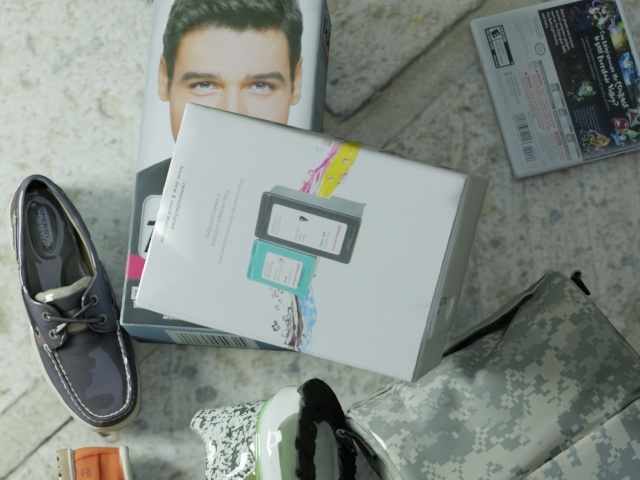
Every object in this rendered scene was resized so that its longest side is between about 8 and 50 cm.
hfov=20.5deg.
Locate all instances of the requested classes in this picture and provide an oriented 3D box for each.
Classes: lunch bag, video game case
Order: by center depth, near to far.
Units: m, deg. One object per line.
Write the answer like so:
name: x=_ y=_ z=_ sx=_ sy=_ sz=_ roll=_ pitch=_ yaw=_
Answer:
lunch bag: x=0.202 y=0.203 z=1.787 sx=0.305 sy=0.212 sz=0.256 roll=-32 pitch=85 yaw=-8
video game case: x=0.274 y=-0.176 z=1.977 sx=0.173 sy=0.022 sz=0.190 roll=-14 pitch=77 yaw=-5

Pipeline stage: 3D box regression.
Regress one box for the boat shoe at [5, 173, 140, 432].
boat shoe: x=-0.266 y=0.063 z=1.865 sx=0.103 sy=0.092 sz=0.285 roll=-17 pitch=78 yaw=-6

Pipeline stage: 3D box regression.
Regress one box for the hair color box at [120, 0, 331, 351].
hair color box: x=-0.096 y=-0.078 z=1.886 sx=0.185 sy=0.113 sz=0.374 roll=3 pitch=76 yaw=6

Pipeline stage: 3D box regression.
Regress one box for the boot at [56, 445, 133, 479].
boot: x=-0.222 y=0.288 z=1.835 sx=0.085 sy=0.059 sz=0.158 roll=-8 pitch=76 yaw=-9

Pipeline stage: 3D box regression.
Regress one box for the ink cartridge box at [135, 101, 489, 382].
ink cartridge box: x=0.000 y=0.000 z=1.675 sx=0.270 sy=0.198 sz=0.197 roll=15 pitch=94 yaw=10

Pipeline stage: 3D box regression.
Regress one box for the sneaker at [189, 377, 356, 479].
sneaker: x=-0.070 y=0.346 z=1.811 sx=0.182 sy=0.158 sz=0.410 roll=-3 pitch=77 yaw=29
